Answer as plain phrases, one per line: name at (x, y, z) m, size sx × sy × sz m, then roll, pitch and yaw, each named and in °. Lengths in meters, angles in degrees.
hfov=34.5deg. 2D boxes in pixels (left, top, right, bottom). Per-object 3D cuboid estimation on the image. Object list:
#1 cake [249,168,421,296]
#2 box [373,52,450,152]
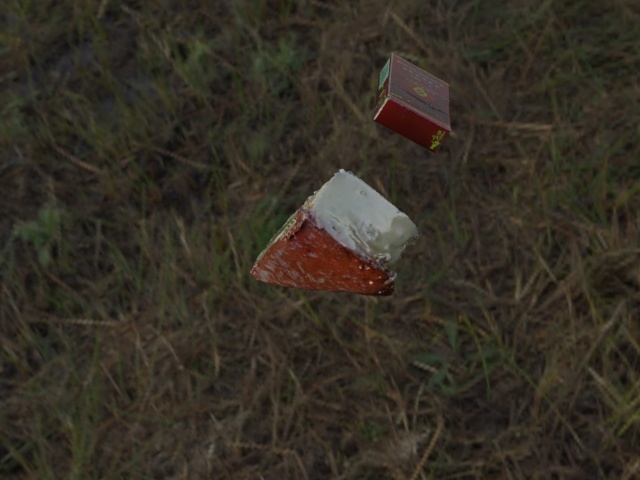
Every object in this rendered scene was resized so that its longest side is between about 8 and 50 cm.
cake at (0.017, 0.011, 1.005) m, size 0.117 × 0.220 × 0.086 m, roll 36°, pitch 68°, yaw -4°
box at (0.067, -0.100, 0.745) m, size 0.051 × 0.023 × 0.082 m, roll 26°, pitch 31°, yaw -10°
